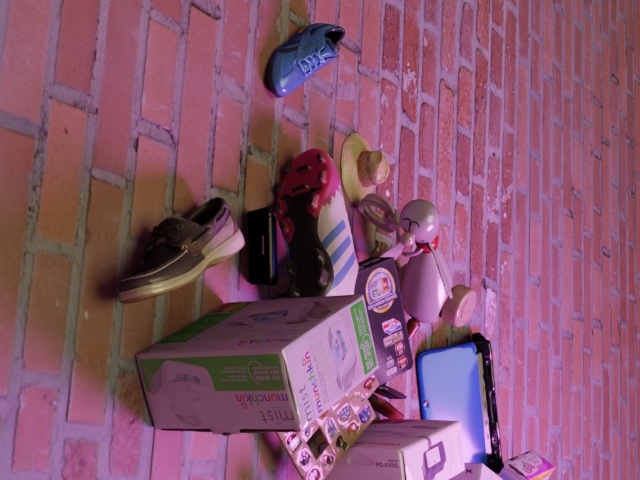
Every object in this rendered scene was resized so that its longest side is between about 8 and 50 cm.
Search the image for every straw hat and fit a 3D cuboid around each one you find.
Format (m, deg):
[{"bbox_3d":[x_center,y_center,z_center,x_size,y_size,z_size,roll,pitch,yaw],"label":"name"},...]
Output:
[{"bbox_3d":[0.099,-0.139,2.071,0.144,0.061,0.145,11,77,-56],"label":"straw hat"}]

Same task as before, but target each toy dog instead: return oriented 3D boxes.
[{"bbox_3d":[0.179,0.075,2.045,0.161,0.220,0.334,-56,130,-25],"label":"toy dog"}]

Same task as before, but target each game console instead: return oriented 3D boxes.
[{"bbox_3d":[-0.080,0.011,1.766,0.071,0.107,0.122,1,84,-29],"label":"game console"},{"bbox_3d":[0.298,0.364,2.350,0.250,0.173,0.293,-54,139,-88],"label":"game console"}]

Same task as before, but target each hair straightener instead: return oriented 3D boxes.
[{"bbox_3d":[0.097,0.265,2.042,0.230,0.047,0.089,38,55,-44],"label":"hair straightener"}]

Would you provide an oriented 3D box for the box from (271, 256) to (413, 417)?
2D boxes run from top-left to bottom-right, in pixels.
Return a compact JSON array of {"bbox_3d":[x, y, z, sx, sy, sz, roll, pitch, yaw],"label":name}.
[{"bbox_3d":[0.045,0.166,1.900,0.270,0.060,0.216,-20,104,-44],"label":"box"}]

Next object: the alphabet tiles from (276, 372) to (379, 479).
[{"bbox_3d":[0.012,0.274,1.815,0.237,0.009,0.198,-45,119,-37],"label":"alphabet tiles"}]

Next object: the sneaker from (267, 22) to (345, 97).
[{"bbox_3d":[-0.022,-0.324,1.888,0.209,0.082,0.069,-55,133,-43],"label":"sneaker"}]

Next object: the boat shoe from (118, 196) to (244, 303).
[{"bbox_3d":[-0.206,0.010,1.545,0.285,0.102,0.092,-35,110,-58],"label":"boat shoe"}]

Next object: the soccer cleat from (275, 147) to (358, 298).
[{"bbox_3d":[0.000,0.000,1.810,0.143,0.116,0.331,43,35,-44],"label":"soccer cleat"}]

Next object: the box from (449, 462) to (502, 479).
[{"bbox_3d":[0.245,0.534,2.101,0.119,0.181,0.181,43,52,-49],"label":"box"}]

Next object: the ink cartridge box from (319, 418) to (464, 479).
[{"bbox_3d":[0.134,0.397,1.951,0.237,0.172,0.100,-7,92,-57],"label":"ink cartridge box"}]

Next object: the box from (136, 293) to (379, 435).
[{"bbox_3d":[-0.088,0.179,1.552,0.231,0.262,0.127,-28,108,-54],"label":"box"}]

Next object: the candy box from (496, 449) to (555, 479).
[{"bbox_3d":[0.404,0.581,2.338,0.159,0.071,0.233,0,120,-57],"label":"candy box"}]
